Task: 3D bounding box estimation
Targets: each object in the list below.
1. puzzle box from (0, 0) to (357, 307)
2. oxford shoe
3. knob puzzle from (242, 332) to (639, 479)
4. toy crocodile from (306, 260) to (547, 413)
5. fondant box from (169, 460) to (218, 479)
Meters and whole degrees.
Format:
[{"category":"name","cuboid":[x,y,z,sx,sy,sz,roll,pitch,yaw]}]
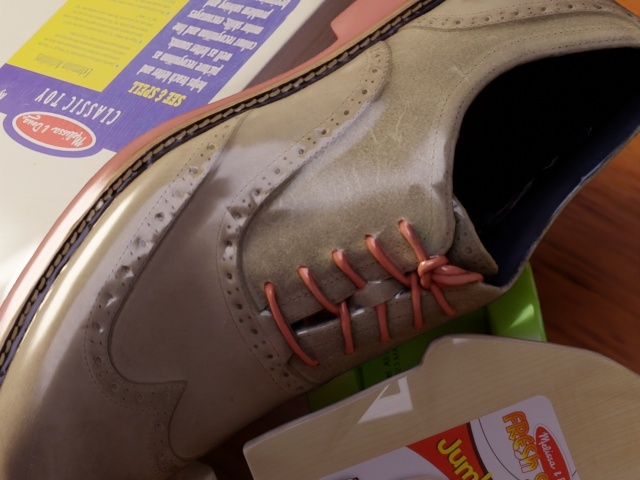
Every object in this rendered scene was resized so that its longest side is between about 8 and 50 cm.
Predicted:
[{"category":"puzzle box","cuboid":[-0.175,-0.083,0.926,0.409,0.052,0.272,19,60,44]},{"category":"oxford shoe","cuboid":[0.000,0.000,0.721,0.348,0.123,0.130,-44,37,-13]},{"category":"knob puzzle","cuboid":[0.087,0.125,0.741,0.213,0.030,0.213,0,100,0]},{"category":"toy crocodile","cuboid":[0.041,0.007,0.863,0.115,0.105,0.341,-15,58,4]},{"category":"fondant box","cuboid":[-0.232,0.165,0.811,0.330,0.096,0.238,19,62,25]}]
